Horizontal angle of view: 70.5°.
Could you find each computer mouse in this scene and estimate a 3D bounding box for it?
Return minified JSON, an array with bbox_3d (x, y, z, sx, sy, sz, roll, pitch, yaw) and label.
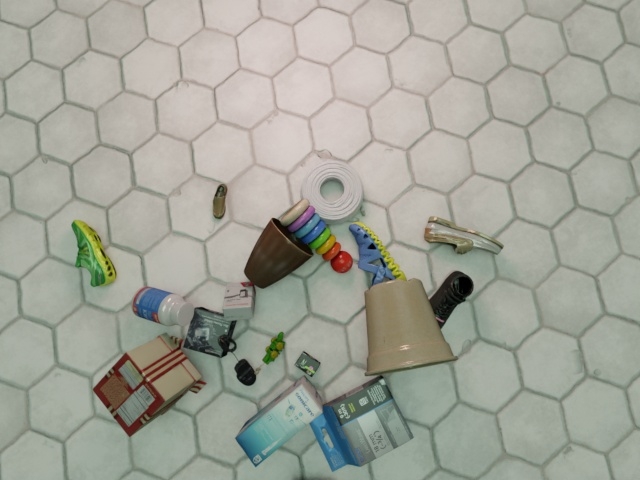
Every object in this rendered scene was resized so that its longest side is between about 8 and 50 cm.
[{"bbox_3d":[-0.320,0.455,1.718,0.071,0.041,0.242,-37,110,-29],"label":"computer mouse"}]

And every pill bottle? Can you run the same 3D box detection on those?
[{"bbox_3d":[-0.594,0.254,1.715,0.221,0.124,0.124,10,81,26],"label":"pill bottle"}]

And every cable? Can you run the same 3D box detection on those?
[{"bbox_3d":[0.046,-0.193,1.822,0.257,0.089,0.257,-8,82,0],"label":"cable"}]

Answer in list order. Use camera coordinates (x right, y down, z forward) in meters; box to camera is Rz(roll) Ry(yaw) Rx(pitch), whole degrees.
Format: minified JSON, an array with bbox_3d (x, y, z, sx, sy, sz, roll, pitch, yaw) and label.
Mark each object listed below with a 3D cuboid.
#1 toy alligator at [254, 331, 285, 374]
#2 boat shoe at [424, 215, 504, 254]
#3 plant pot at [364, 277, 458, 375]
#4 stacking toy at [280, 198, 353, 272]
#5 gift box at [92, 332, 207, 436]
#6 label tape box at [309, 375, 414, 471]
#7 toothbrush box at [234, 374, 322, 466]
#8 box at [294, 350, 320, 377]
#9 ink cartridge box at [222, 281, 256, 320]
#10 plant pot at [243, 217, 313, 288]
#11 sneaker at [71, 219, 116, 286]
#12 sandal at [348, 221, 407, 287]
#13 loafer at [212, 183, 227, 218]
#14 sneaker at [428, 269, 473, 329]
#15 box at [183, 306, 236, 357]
[{"bbox_3d":[-0.186,0.443,1.756,0.051,0.056,0.190,37,82,-35],"label":"toy alligator"},{"bbox_3d":[0.557,0.005,1.783,0.302,0.113,0.103,21,84,14],"label":"boat shoe"},{"bbox_3d":[0.296,0.311,1.653,0.333,0.334,0.306,-9,71,-1],"label":"plant pot"},{"bbox_3d":[0.000,0.000,1.754,0.141,0.141,0.330,-43,100,-5],"label":"stacking toy"},{"bbox_3d":[-0.593,0.505,1.639,0.276,0.258,0.255,-40,83,16],"label":"gift box"},{"bbox_3d":[0.140,0.692,1.686,0.333,0.106,0.241,-27,82,-3],"label":"label tape box"},{"bbox_3d":[-0.140,0.643,1.642,0.295,0.216,0.126,-37,83,-4],"label":"toothbrush box"},{"bbox_3d":[-0.049,0.476,1.747,0.083,0.052,0.062,33,84,6],"label":"box"},{"bbox_3d":[-0.310,0.231,1.736,0.109,0.150,0.063,-5,124,-1],"label":"ink cartridge box"},{"bbox_3d":[-0.182,0.068,1.745,0.215,0.215,0.230,44,98,6],"label":"plant pot"},{"bbox_3d":[-0.924,0.050,1.792,0.123,0.109,0.296,-28,83,-7],"label":"sneaker"},{"bbox_3d":[0.200,0.070,1.770,0.138,0.126,0.317,-34,81,0],"label":"sandal"},{"bbox_3d":[-0.413,-0.162,1.844,0.056,0.050,0.148,3,82,1],"label":"loafer"},{"bbox_3d":[0.477,0.239,1.726,0.104,0.147,0.296,32,85,3],"label":"sneaker"},{"bbox_3d":[-0.423,0.353,1.750,0.155,0.093,0.158,14,83,3],"label":"box"}]
